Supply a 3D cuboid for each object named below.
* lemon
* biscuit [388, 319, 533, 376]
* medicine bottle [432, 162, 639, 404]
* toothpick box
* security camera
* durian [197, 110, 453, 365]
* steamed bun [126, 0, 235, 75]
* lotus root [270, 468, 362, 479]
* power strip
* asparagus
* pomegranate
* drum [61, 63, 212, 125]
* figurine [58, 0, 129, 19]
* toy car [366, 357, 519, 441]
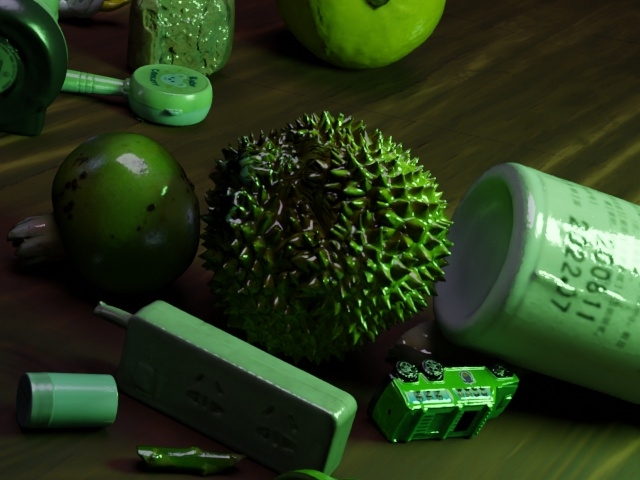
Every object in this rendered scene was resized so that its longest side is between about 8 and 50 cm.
[{"bbox_3d":[0.060,-0.411,2.503,0.297,0.297,0.297,13,26,-6],"label":"lemon"},{"bbox_3d":[0.208,0.108,1.830,0.141,0.038,0.289,30,29,25],"label":"biscuit"},{"bbox_3d":[0.328,0.064,1.743,0.371,0.211,0.211,18,24,-19],"label":"medicine bottle"},{"bbox_3d":[-0.237,0.149,1.483,0.083,0.052,0.052,3,28,-26],"label":"toothpick box"},{"bbox_3d":[-0.419,-0.287,2.067,0.197,0.191,0.277,10,32,-10],"label":"security camera"},{"bbox_3d":[0.000,0.003,1.688,0.291,0.291,0.225,30,-15,28],"label":"durian"},{"bbox_3d":[-0.198,-0.310,2.314,0.175,0.145,0.106,-15,40,-39],"label":"steamed bun"},{"bbox_3d":[0.027,0.272,1.287,0.186,0.186,0.186,13,26,-6],"label":"lotus root"},{"bbox_3d":[-0.105,0.135,1.539,0.288,0.093,0.053,24,30,17],"label":"power strip"},{"bbox_3d":[-0.120,0.203,1.477,0.108,0.021,0.025,6,32,-21],"label":"asparagus"},{"bbox_3d":[-0.234,-0.021,1.721,0.209,0.180,0.180,-19,33,-6],"label":"pomegranate"},{"bbox_3d":[-0.271,-0.199,2.162,0.253,0.049,0.130,-1,29,-21],"label":"drum"},{"bbox_3d":[-0.382,-0.395,2.459,0.129,0.109,0.178,18,12,-37],"label":"figurine"},{"bbox_3d":[0.132,0.166,1.642,0.165,0.071,0.062,0,45,-29],"label":"toy car"}]
